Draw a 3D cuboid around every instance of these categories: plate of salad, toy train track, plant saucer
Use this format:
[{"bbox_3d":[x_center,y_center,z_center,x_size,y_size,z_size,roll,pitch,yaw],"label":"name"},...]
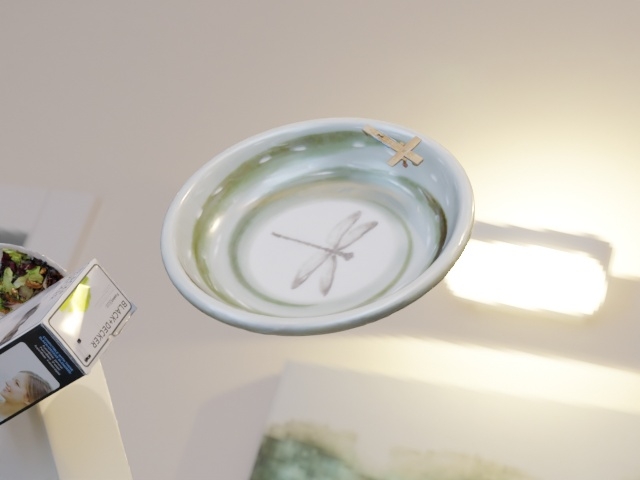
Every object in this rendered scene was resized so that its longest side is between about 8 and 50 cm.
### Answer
[{"bbox_3d":[-0.456,0.080,2.273,0.200,0.048,0.200,12,-41,11],"label":"plate of salad"},{"bbox_3d":[0.079,-0.101,1.617,0.083,0.048,0.014,36,-23,31],"label":"toy train track"},{"bbox_3d":[0.000,0.000,1.900,0.401,0.400,0.100,7,-46,20],"label":"plant saucer"}]

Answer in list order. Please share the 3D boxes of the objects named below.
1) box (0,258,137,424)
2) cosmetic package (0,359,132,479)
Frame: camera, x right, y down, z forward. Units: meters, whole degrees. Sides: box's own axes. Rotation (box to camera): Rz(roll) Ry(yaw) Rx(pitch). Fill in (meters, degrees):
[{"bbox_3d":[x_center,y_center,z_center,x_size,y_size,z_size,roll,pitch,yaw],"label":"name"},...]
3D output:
[{"bbox_3d":[-0.384,0.152,1.871,0.290,0.169,0.087,-30,-75,29],"label":"box"},{"bbox_3d":[-0.385,0.333,2.084,0.197,0.365,0.155,-16,-5,33],"label":"cosmetic package"}]
